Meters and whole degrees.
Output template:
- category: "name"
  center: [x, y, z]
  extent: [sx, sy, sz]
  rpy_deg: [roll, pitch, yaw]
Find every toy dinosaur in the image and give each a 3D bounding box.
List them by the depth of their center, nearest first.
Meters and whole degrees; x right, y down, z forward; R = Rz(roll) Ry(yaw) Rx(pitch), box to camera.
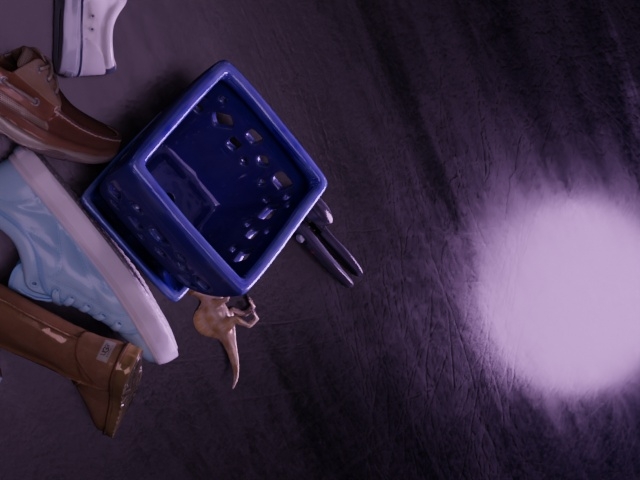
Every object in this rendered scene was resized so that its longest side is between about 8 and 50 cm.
- category: "toy dinosaur"
  center: [-0.140, 0.119, 1.831]
  extent: [0.092, 0.053, 0.183]
  rpy_deg: [-28, 97, 3]

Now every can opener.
- category: "can opener"
  center: [0.000, 0.000, 1.850]
  extent: [0.059, 0.073, 0.186]
  rpy_deg: [-42, 116, -17]

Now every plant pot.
- category: "plant pot"
  center: [-0.171, -0.066, 1.682]
  extent: [0.236, 0.212, 0.236]
  rpy_deg: [49, 54, -17]

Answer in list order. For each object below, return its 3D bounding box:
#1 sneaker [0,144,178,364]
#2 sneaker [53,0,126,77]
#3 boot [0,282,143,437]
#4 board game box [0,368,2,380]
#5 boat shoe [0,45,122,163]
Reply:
- category: "sneaker"
  center: [-0.349, 0.047, 1.716]
  extent: [0.150, 0.135, 0.366]
  rpy_deg: [-37, 97, -2]
- category: "sneaker"
  center: [-0.315, -0.354, 1.699]
  extent: [0.091, 0.094, 0.258]
  rpy_deg: [0, 106, -27]
- category: "boot"
  center: [-0.384, 0.154, 1.716]
  extent: [0.269, 0.236, 0.089]
  rpy_deg: [24, 52, 2]
- category: "board game box"
  center: [-0.562, 0.257, 1.656]
  extent: [0.144, 0.142, 0.275]
  rpy_deg: [31, 87, -18]
- category: "boat shoe"
  center: [-0.399, -0.198, 1.639]
  extent: [0.324, 0.123, 0.116]
  rpy_deg: [23, 101, -34]
